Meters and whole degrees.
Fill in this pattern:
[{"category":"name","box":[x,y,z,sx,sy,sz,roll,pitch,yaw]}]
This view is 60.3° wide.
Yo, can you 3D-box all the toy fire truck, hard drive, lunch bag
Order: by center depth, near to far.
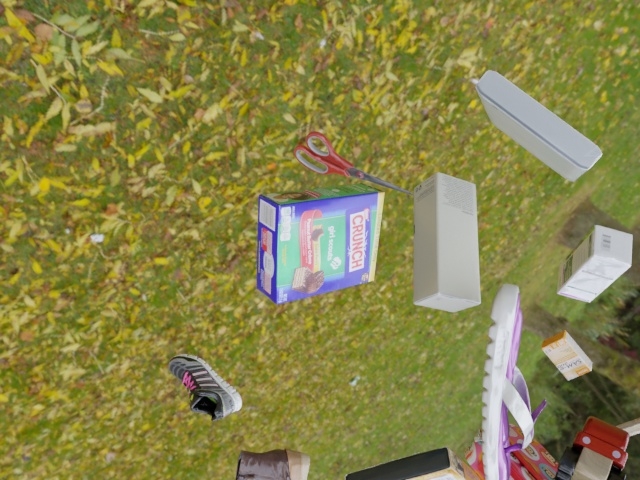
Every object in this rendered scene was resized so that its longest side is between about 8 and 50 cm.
[{"category":"hard drive","box":[0.418,-0.208,1.070,0.047,0.233,0.353,-52,165,15]},{"category":"toy fire truck","box":[0.637,0.448,1.205,0.246,0.159,0.217,-54,146,-23]},{"category":"lunch bag","box":[0.488,0.584,1.321,0.258,0.293,0.120,14,115,-44]}]

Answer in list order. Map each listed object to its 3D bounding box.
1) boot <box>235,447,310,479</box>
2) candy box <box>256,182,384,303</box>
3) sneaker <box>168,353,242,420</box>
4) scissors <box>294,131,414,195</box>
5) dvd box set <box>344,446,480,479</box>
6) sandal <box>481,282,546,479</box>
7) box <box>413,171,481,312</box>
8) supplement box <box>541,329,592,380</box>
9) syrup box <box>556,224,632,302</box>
[{"category":"boot","box":[-0.142,0.708,1.544,0.207,0.090,0.248,7,85,-18]},{"category":"candy box","box":[0.000,0.000,1.447,0.317,0.122,0.268,-11,116,-32]},{"category":"sneaker","box":[-0.234,0.284,1.060,0.075,0.170,0.063,-34,155,-58]},{"category":"scissors","box":[0.075,-0.158,1.311,0.109,0.297,0.021,-56,-176,47]},{"category":"dvd box set","box":[0.304,0.712,1.516,0.308,0.062,0.420,-27,127,23]},{"category":"sandal","box":[0.351,0.285,0.991,0.169,0.102,0.416,-32,122,-60]},{"category":"box","box":[0.264,0.004,1.164,0.113,0.275,0.094,15,156,-21]},{"category":"supplement box","box":[0.564,0.264,1.263,0.062,0.098,0.036,-41,178,35]},{"category":"syrup box","box":[0.705,0.066,1.432,0.237,0.096,0.093,93,15,-62]}]
